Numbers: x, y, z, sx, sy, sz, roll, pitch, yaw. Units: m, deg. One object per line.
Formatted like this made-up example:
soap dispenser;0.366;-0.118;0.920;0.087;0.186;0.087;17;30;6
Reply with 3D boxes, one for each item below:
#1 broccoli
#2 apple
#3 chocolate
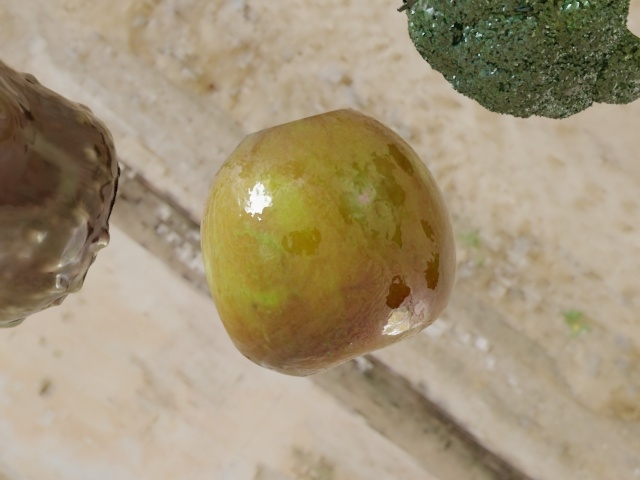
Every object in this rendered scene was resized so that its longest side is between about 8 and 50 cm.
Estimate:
broccoli;0.229;-0.248;1.445;0.269;0.269;0.254;40;165;-15
apple;0.000;0.000;1.971;0.374;0.374;0.384;38;164;-9
chocolate;-0.285;-0.031;1.140;0.210;0.225;0.340;25;158;-26
